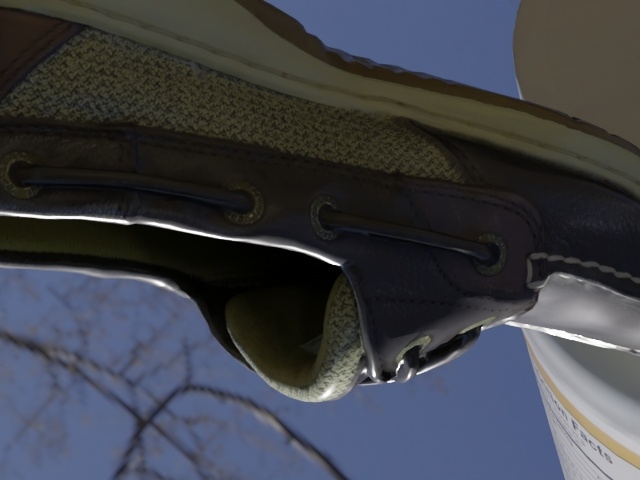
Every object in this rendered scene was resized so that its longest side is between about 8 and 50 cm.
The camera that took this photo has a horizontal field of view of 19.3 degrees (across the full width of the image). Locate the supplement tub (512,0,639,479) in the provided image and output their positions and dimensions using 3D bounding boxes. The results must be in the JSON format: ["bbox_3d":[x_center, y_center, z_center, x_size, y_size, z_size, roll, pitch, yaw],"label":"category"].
[{"bbox_3d":[0.188,0.040,0.625,0.228,0.316,0.228,-11,-139,10],"label":"supplement tub"}]

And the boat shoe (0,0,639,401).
[{"bbox_3d":[0.000,0.000,0.413,0.080,0.223,0.073,-15,-119,54],"label":"boat shoe"}]
